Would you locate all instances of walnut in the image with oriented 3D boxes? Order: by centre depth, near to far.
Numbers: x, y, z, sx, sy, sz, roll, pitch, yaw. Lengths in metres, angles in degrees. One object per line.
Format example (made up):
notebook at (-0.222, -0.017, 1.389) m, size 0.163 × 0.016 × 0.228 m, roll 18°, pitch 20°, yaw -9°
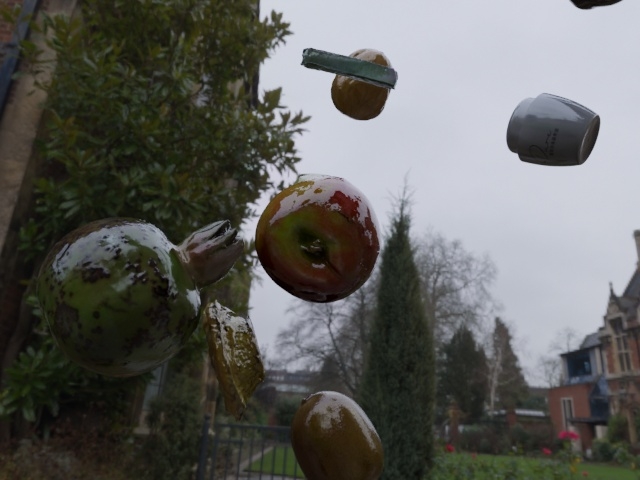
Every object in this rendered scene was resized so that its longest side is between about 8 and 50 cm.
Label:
walnut at (0.134, -0.484, 1.593) m, size 0.195 × 0.222 × 0.195 m, roll 28°, pitch 8°, yaw -4°

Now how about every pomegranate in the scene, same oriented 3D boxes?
pomegranate at (-0.287, 0.068, 0.875) m, size 0.340 × 0.285 × 0.285 m, roll -29°, pitch -13°, yaw -17°

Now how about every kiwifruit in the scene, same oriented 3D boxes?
kiwifruit at (0.032, 0.452, 1.153) m, size 0.196 × 0.234 × 0.196 m, roll -32°, pitch -18°, yaw -12°

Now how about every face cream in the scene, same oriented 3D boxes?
face cream at (0.297, -0.139, 0.659) m, size 0.095 × 0.091 × 0.091 m, roll 26°, pitch -4°, yaw 37°

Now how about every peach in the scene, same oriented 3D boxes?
peach at (0.000, 0.000, 0.748) m, size 0.197 × 0.198 × 0.197 m, roll 3°, pitch -21°, yaw 1°

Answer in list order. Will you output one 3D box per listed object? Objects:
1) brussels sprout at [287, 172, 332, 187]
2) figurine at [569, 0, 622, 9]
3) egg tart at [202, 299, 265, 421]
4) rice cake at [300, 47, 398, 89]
brussels sprout at (-0.016, -0.040, 1.005) m, size 0.161 × 0.181 × 0.144 m, roll 4°, pitch 24°, yaw 28°
figurine at (0.735, -0.671, 1.212) m, size 0.364 × 0.206 × 0.218 m, roll -17°, pitch 18°, yaw -23°
egg tart at (-0.170, 0.229, 1.018) m, size 0.105 × 0.241 × 0.241 m, roll -14°, pitch -18°, yaw -12°
rice cake at (0.062, -0.366, 1.090) m, size 0.210 × 0.043 × 0.034 m, roll 14°, pitch -3°, yaw 0°
